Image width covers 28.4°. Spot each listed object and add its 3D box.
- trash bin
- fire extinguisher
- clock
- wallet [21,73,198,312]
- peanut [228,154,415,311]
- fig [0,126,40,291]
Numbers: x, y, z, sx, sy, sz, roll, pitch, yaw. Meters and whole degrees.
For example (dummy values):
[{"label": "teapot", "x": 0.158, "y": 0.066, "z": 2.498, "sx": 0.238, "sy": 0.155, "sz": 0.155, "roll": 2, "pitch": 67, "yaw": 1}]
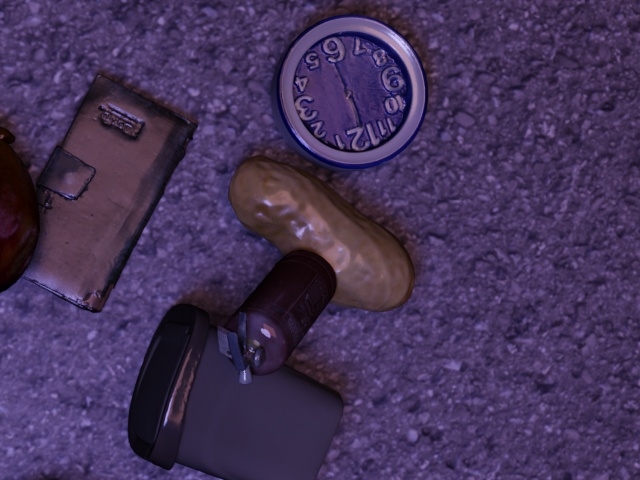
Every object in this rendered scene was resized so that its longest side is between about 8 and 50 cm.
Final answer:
[{"label": "trash bin", "x": -0.122, "y": 0.238, "z": 1.771, "sx": 0.250, "sy": 0.220, "sz": 0.219, "roll": 26, "pitch": 82, "yaw": -18}, {"label": "fire extinguisher", "x": -0.065, "y": 0.102, "z": 1.680, "sx": 0.105, "sy": 0.269, "sz": 0.104, "roll": 9, "pitch": 116, "yaw": 18}, {"label": "clock", "x": 0.041, "y": -0.219, "z": 1.894, "sx": 0.231, "sy": 0.083, "sz": 0.230, "roll": 1, "pitch": 88, "yaw": -15}, {"label": "wallet", "x": -0.319, "y": -0.068, "z": 1.817, "sx": 0.169, "sy": 0.044, "sz": 0.317, "roll": 28, "pitch": 80, "yaw": -9}, {"label": "peanut", "x": 0.000, "y": 0.000, "z": 1.842, "sx": 0.319, "sy": 0.147, "sz": 0.147, "roll": 37, "pitch": 80, "yaw": -11}, {"label": "fig", "x": -0.481, "y": -0.036, "z": 1.685, "sx": 0.224, "sy": 0.263, "sz": 0.224, "roll": -4, "pitch": 125, "yaw": -6}]
